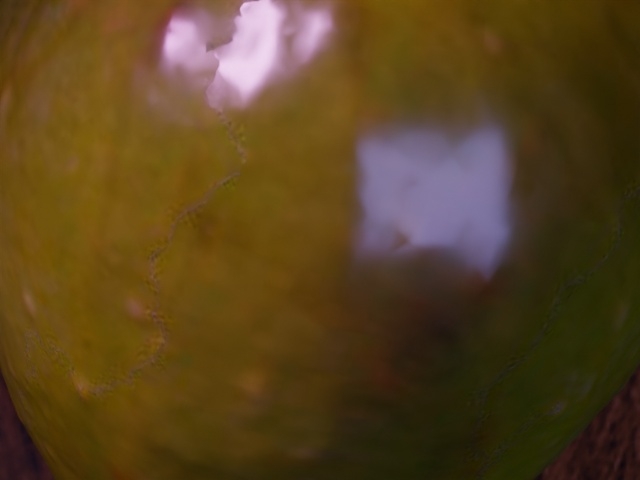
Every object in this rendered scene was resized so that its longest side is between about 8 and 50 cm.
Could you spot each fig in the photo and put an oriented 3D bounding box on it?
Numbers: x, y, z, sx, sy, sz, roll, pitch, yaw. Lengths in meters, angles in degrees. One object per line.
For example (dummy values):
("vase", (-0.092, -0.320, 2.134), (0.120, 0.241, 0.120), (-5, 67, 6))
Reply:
("fig", (0.000, 0.000, 0.522), (0.258, 0.258, 0.326), (1, 123, -26))
